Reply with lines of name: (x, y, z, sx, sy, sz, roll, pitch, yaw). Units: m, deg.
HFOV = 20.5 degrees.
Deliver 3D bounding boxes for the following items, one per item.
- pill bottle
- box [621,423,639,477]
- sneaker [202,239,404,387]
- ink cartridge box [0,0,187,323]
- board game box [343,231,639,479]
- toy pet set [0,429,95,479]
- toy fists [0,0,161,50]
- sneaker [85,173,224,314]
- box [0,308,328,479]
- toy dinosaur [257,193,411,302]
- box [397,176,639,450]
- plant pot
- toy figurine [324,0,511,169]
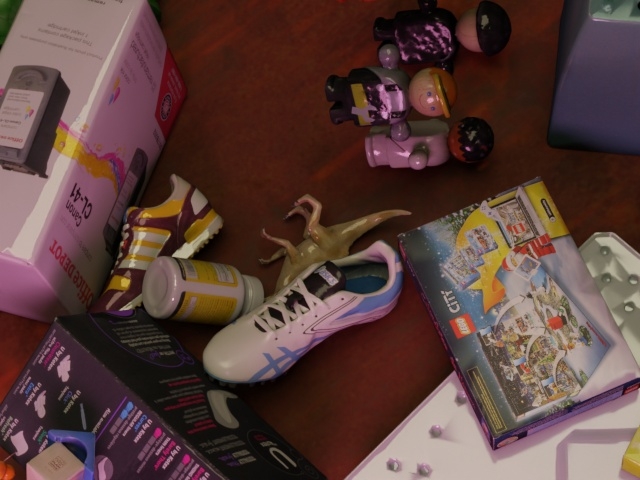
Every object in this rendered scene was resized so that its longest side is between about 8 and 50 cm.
pill bottle: (-0.117, 0.053, 1.798, 0.116, 0.065, 0.065, 9, 62, -36)
box: (0.388, 0.206, 1.672, 0.178, 0.042, 0.109, 26, 73, 15)
sneaker: (-0.019, 0.069, 1.766, 0.237, 0.086, 0.085, -28, 49, -25)
ink cartridge box: (-0.264, -0.088, 1.809, 0.131, 0.226, 0.306, 15, 72, 13)
board game box: (0.287, 0.246, 1.715, 0.390, 0.050, 0.390, -43, 70, -12)
toy pet set: (-0.239, 0.221, 1.621, 0.122, 0.114, 0.065, 39, 54, 23)
toy fists: (-0.316, -0.280, 1.961, 0.279, 0.096, 0.142, -18, 66, 0)
sneaker: (-0.190, 0.013, 1.835, 0.185, 0.069, 0.084, -44, 96, -20)
box: (-0.157, 0.205, 1.693, 0.270, 0.165, 0.143, 40, 107, 19)
toy dinosaur: (0.000, 0.000, 1.851, 0.183, 0.053, 0.092, -37, 85, -1)
box: (0.194, 0.070, 1.743, 0.159, 0.044, 0.233, -22, 68, -4)
plant pot: (0.324, -0.209, 1.793, 0.166, 0.234, 0.165, 6, 69, 7)
toy figurine: (0.106, -0.184, 1.816, 0.148, 0.213, 0.209, -3, 67, 19)
